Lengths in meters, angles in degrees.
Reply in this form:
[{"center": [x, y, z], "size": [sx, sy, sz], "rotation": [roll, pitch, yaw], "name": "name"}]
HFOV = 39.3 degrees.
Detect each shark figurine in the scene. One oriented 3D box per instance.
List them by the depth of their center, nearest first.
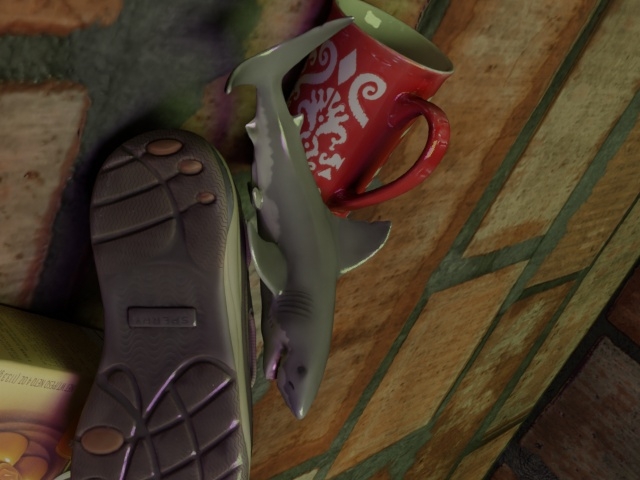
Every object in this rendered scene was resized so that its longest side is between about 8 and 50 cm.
[{"center": [-0.003, -0.027, 0.684], "size": [0.116, 0.166, 0.278], "rotation": [-5, 105, -2], "name": "shark figurine"}]

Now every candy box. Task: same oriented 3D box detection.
[{"center": [-0.231, 0.164, 0.743], "size": [0.183, 0.087, 0.316], "rotation": [-51, 153, 4], "name": "candy box"}]

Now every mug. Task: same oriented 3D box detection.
[{"center": [0.021, -0.091, 0.733], "size": [0.113, 0.150, 0.169], "rotation": [23, 117, -21], "name": "mug"}]

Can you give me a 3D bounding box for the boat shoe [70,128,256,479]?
[{"center": [-0.097, 0.099, 0.677], "size": [0.130, 0.132, 0.356], "rotation": [6, 89, -76], "name": "boat shoe"}]
